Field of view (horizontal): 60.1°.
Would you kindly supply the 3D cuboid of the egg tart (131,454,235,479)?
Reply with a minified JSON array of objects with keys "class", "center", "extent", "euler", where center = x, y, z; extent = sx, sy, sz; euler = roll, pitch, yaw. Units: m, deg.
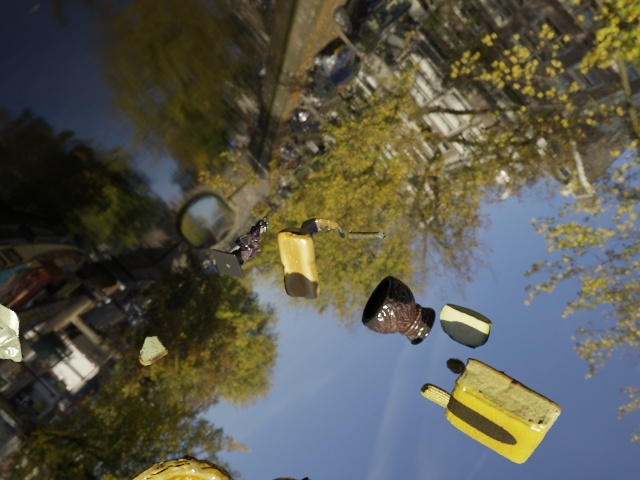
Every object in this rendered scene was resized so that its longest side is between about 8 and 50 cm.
[{"class":"egg tart","center":[-0.434,0.824,1.701],"extent":[0.388,0.388,0.169],"euler":[-43,-159,-5]}]

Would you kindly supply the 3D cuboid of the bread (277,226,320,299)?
[{"class":"bread","center":[-0.076,0.085,2.046],"extent":[0.141,0.305,0.091],"euler":[4,-145,15]}]

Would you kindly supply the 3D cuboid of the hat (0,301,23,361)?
[{"class":"hat","center":[-0.905,0.262,1.580],"extent":[0.081,0.122,0.166],"euler":[-17,125,-58]}]

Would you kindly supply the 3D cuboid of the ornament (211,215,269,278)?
[{"class":"ornament","center":[-0.189,0.014,1.465],"extent":[0.088,0.081,0.203],"euler":[10,-144,27]}]

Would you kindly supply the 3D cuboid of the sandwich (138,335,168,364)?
[{"class":"sandwich","center":[-0.634,0.410,2.058],"extent":[0.104,0.093,0.036],"euler":[-37,164,-36]}]

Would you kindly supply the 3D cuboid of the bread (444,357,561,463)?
[{"class":"bread","center":[0.602,0.580,1.876],"extent":[0.143,0.323,0.333],"euler":[-48,154,-30]}]

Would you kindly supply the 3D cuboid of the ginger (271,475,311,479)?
[{"class":"ginger","center":[-0.062,0.703,1.431],"extent":[0.254,0.176,0.418],"euler":[-13,152,-16]}]

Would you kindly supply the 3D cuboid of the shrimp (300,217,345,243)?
[{"class":"shrimp","center":[0.000,0.000,2.380],"extent":[0.262,0.197,0.051],"euler":[109,-14,-46]}]

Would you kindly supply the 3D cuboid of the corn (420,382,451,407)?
[{"class":"corn","center":[0.493,0.642,2.269],"extent":[0.085,0.165,0.063],"euler":[-46,-164,47]}]

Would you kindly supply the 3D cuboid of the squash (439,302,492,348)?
[{"class":"squash","center":[0.539,0.303,2.039],"extent":[0.085,0.191,0.184],"euler":[-47,151,-35]}]

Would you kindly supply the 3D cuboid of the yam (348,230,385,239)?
[{"class":"yam","center":[0.148,-0.019,1.772],"extent":[0.129,0.033,0.027],"euler":[-3,-175,39]}]

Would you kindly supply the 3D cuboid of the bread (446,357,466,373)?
[{"class":"bread","center":[0.530,0.489,2.154],"extent":[0.060,0.066,0.110],"euler":[-56,174,-5]}]

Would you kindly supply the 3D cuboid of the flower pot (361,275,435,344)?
[{"class":"flower pot","center":[0.366,0.335,2.533],"extent":[0.267,0.267,0.266],"euler":[-58,-172,12]}]
